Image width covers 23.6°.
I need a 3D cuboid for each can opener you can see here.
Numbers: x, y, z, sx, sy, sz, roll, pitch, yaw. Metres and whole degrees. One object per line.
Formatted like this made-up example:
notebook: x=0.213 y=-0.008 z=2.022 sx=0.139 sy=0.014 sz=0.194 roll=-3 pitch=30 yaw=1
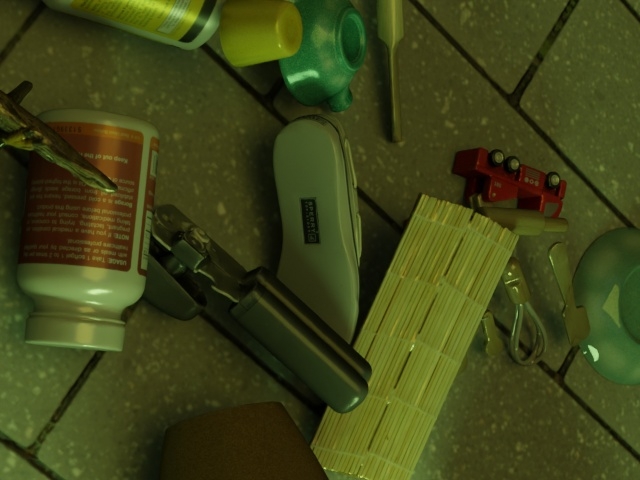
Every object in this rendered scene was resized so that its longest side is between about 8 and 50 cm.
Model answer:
can opener: x=-0.077 y=0.077 z=1.530 sx=0.283 sy=0.095 sz=0.076 roll=43 pitch=21 yaw=-11

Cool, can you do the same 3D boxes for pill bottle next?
pill bottle: x=-0.220 y=-0.008 z=1.433 sx=0.121 sy=0.121 sz=0.216 roll=10 pitch=82 yaw=-32
pill bottle: x=-0.198 y=-0.264 z=1.464 sx=0.208 sy=0.119 sz=0.119 roll=13 pitch=80 yaw=-32

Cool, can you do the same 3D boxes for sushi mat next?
sushi mat: x=0.098 y=0.112 z=1.631 sx=0.151 sy=0.019 sz=0.317 roll=24 pitch=91 yaw=-34

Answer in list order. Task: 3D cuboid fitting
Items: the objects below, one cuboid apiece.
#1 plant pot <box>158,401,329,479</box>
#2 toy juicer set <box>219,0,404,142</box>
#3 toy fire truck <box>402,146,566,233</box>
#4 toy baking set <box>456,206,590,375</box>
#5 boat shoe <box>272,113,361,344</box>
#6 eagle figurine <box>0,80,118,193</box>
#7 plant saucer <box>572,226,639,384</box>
plant pot: x=-0.068 y=0.292 z=1.471 sx=0.237 sy=0.237 sz=0.254 roll=-7 pitch=76 yaw=-32
toy juicer set: x=0.001 y=-0.242 z=1.589 sx=0.329 sy=0.089 sz=0.209 roll=25 pitch=69 yaw=-60
toy fire truck: x=0.190 y=-0.032 z=1.738 sx=0.192 sy=0.047 sz=0.135 roll=19 pitch=77 yaw=-31
toy baking set: x=0.208 y=0.054 z=1.723 sx=0.256 sy=0.030 sz=0.197 roll=-2 pitch=111 yaw=-31
boat shoe: x=0.000 y=0.000 z=1.595 sx=0.088 sy=0.096 sz=0.268 roll=-29 pitch=115 yaw=-65
eagle figurine: x=-0.370 y=-0.026 z=1.326 sx=0.298 sy=0.225 sz=0.226 roll=-46 pitch=70 yaw=11
plant saucer: x=0.389 y=0.080 z=1.864 sx=0.195 sy=0.037 sz=0.195 roll=2 pitch=87 yaw=-32
